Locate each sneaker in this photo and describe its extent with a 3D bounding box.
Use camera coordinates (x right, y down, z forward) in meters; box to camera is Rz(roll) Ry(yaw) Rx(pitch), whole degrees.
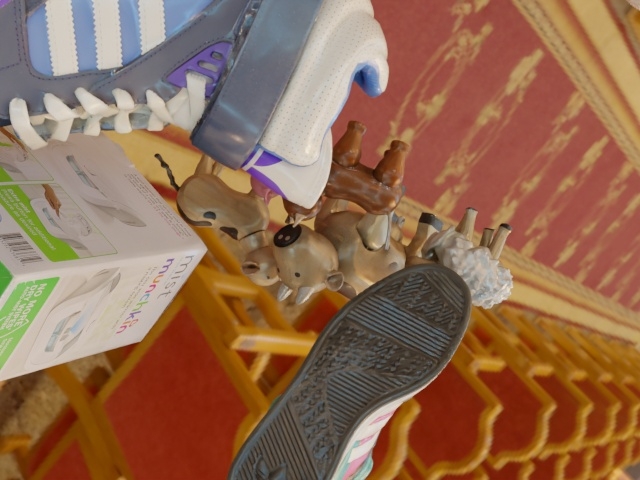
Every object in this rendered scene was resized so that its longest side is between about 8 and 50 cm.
[{"bbox_3d":[-0.106,-0.091,0.576,0.323,0.236,0.130,-40,-174,-11],"label":"sneaker"},{"bbox_3d":[0.033,0.155,0.869,0.295,0.124,0.178,-47,171,-6],"label":"sneaker"}]

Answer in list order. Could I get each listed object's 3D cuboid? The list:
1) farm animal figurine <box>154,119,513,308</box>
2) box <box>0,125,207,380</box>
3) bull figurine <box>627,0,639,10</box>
[{"bbox_3d":[0.000,0.000,0.983,0.327,0.330,0.172,30,76,-31],"label":"farm animal figurine"},{"bbox_3d":[-0.264,-0.030,0.719,0.126,0.262,0.231,-52,163,20],"label":"box"},{"bbox_3d":[0.265,-0.216,0.499,0.310,0.101,0.188,-60,142,-19],"label":"bull figurine"}]
